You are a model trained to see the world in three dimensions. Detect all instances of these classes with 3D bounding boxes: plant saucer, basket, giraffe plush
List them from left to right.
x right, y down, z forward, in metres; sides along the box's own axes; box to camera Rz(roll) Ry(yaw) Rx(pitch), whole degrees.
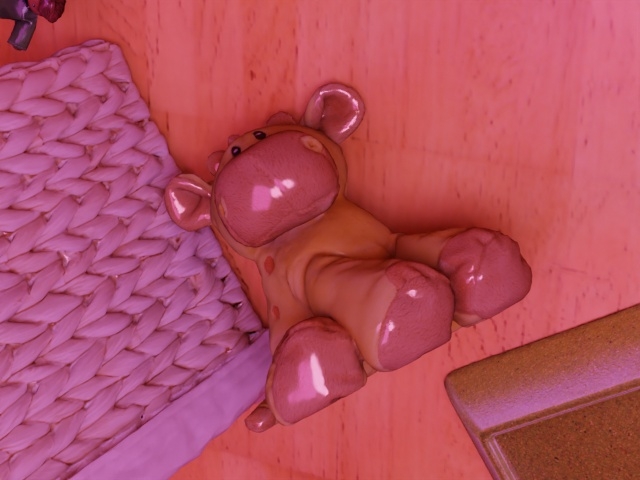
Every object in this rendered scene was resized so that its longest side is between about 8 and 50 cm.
[{"bbox_3d":[-0.263,0.073,0.835,0.328,0.331,0.266,-21,99,32],"label":"basket"},{"bbox_3d":[0.000,0.000,0.795,0.170,0.181,0.210,62,157,4],"label":"giraffe plush"},{"bbox_3d":[0.185,0.143,0.811,0.188,0.045,0.188,-24,98,32],"label":"plant saucer"}]

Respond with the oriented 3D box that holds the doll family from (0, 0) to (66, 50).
[{"bbox_3d":[-0.174,-0.216,0.820,0.111,0.076,0.193,12,113,27],"label":"doll family"}]
